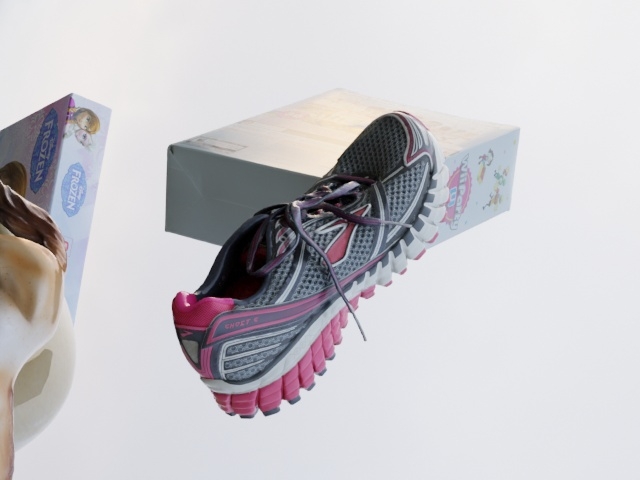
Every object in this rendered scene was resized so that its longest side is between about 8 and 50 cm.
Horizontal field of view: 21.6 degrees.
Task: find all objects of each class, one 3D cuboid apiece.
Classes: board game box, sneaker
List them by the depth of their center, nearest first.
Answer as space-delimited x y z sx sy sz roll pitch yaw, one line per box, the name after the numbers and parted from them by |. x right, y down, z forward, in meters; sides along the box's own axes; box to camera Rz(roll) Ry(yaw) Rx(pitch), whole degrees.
0.000 0.000 1.330 0.121 0.112 0.299 2 -134 43 | sneaker
0.027 -0.062 1.631 0.303 0.224 0.097 -25 124 -53 | board game box
-0.397 0.005 2.119 0.318 0.066 0.319 -19 -123 48 | board game box

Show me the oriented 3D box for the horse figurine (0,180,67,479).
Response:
-0.250 0.060 1.165 0.066 0.174 0.263 109 7 -58 | horse figurine

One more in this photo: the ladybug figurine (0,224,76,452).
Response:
-0.414 0.056 1.643 0.162 0.305 0.449 -55 -131 30 | ladybug figurine
